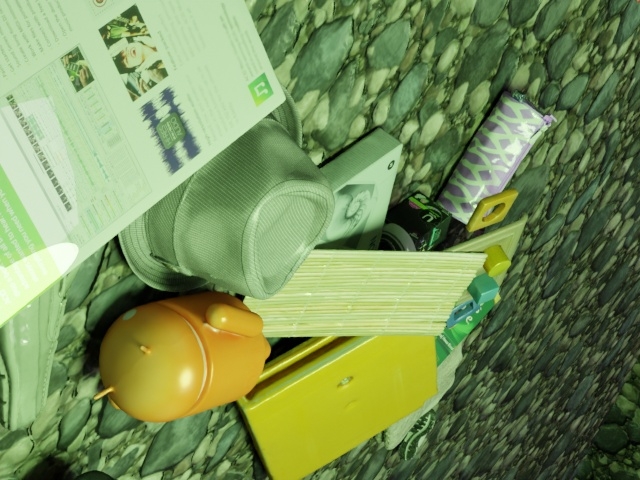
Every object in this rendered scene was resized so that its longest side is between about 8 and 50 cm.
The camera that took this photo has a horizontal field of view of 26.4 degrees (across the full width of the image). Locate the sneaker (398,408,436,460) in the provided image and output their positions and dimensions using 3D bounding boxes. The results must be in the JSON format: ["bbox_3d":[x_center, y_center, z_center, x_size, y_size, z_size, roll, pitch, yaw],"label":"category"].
[{"bbox_3d":[0.175,0.343,2.456,0.109,0.040,0.044,-60,173,20],"label":"sneaker"}]

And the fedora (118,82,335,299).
[{"bbox_3d":[-0.073,-0.032,1.367,0.243,0.124,0.275,-48,156,-15],"label":"fedora"}]

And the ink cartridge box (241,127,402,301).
[{"bbox_3d":[0.000,0.000,1.646,0.224,0.045,0.223,-35,150,-36],"label":"ink cartridge box"}]

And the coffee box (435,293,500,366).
[{"bbox_3d":[0.197,0.107,2.117,0.184,0.040,0.113,-44,128,-23],"label":"coffee box"}]

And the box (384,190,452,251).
[{"bbox_3d":[0.126,-0.016,1.839,0.083,0.062,0.052,-34,150,-38],"label":"box"}]

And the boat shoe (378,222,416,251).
[{"bbox_3d":[0.063,0.075,1.838,0.076,0.080,0.228,-34,157,-40],"label":"boat shoe"}]

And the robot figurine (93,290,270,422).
[{"bbox_3d":[-0.143,0.120,1.436,0.219,0.158,0.128,-10,103,-58],"label":"robot figurine"}]

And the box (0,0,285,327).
[{"bbox_3d":[-0.187,-0.118,1.006,0.322,0.058,0.232,-42,126,-29],"label":"box"}]

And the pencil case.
[{"bbox_3d":[0.246,-0.109,1.909,0.086,0.088,0.206,11,113,-57],"label":"pencil case"}]

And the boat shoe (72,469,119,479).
[{"bbox_3d":[-0.304,0.436,1.541,0.187,0.156,0.500,-31,159,-51],"label":"boat shoe"}]

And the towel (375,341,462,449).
[{"bbox_3d":[0.163,0.222,2.247,0.187,0.049,0.282,-44,154,-24],"label":"towel"}]

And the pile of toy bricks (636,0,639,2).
[{"bbox_3d":[0.520,-0.443,1.981,0.105,0.118,0.212,30,107,-34],"label":"pile of toy bricks"}]

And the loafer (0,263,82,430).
[{"bbox_3d":[-0.248,0.035,1.145,0.111,0.112,0.319,-26,144,-34],"label":"loafer"}]

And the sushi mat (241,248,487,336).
[{"bbox_3d":[0.046,0.067,1.662,0.317,0.019,0.151,1,131,-29],"label":"sushi mat"}]

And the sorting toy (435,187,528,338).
[{"bbox_3d":[0.208,0.056,1.929,0.196,0.047,0.347,-25,153,-21],"label":"sorting toy"}]

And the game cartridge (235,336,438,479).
[{"bbox_3d":[0.030,0.209,1.885,0.285,0.052,0.323,-29,153,-10],"label":"game cartridge"}]
